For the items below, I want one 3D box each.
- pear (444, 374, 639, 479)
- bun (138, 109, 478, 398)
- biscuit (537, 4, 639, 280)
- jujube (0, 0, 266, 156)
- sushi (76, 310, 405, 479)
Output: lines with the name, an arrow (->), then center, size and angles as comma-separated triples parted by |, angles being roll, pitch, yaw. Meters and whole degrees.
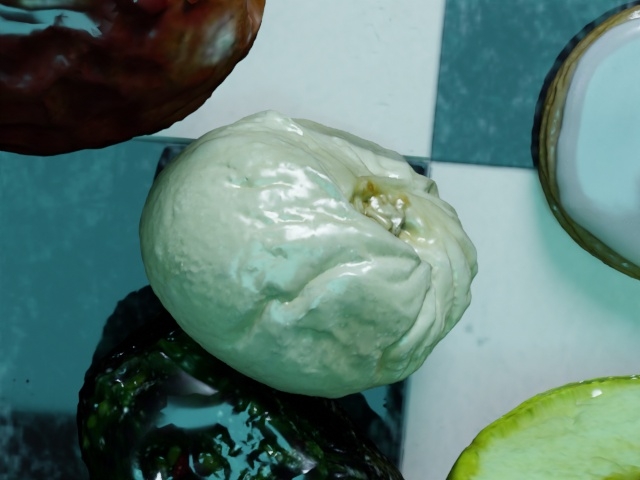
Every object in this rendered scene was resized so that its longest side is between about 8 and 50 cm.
pear -> 0.186, 0.204, 0.994 | 0.288, 0.139, 0.239 | -7, 107, -16
bun -> 0.000, 0.000, 0.937 | 0.188, 0.164, 0.111 | 26, 133, -13
biscuit -> 0.230, -0.056, 0.994 | 0.208, 0.049, 0.181 | -7, 100, -3
jujube -> -0.172, -0.142, 0.885 | 0.290, 0.197, 0.197 | 7, 100, 11
sushi -> -0.036, 0.138, 0.974 | 0.225, 0.127, 0.124 | 43, 95, -7
